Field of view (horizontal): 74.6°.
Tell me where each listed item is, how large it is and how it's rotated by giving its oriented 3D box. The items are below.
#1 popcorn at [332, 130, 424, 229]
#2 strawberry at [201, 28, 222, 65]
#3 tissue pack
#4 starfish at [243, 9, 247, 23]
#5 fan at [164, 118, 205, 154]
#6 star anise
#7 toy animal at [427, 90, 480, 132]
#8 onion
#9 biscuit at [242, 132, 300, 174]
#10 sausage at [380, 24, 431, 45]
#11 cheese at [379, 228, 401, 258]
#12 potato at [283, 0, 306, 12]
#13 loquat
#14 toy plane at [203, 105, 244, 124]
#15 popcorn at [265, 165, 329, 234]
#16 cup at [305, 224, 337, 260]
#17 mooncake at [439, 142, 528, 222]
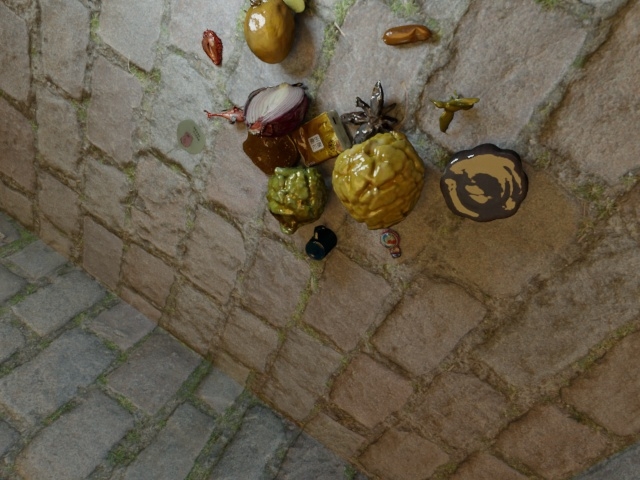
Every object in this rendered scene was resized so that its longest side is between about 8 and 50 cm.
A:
[{"bbox_3d":[0.233,-0.221,1.617,0.343,0.390,0.355,-18,96,19],"label":"popcorn"},{"bbox_3d":[-0.479,-0.847,1.841,0.103,0.048,0.152,-5,110,33],"label":"strawberry"},{"bbox_3d":[0.001,-0.427,1.783,0.226,0.092,0.184,-15,105,41],"label":"tissue pack"},{"bbox_3d":[-0.279,-0.907,1.719,0.091,0.028,0.078,44,121,2],"label":"starfish"},{"bbox_3d":[-0.715,-0.504,2.169,0.310,0.010,0.182,-21,106,33],"label":"fan"},{"bbox_3d":[0.193,-0.477,1.664,0.257,0.111,0.198,-29,111,38],"label":"star anise"},{"bbox_3d":[0.468,-0.494,1.527,0.155,0.095,0.219,36,157,5],"label":"toy animal"},{"bbox_3d":[-0.196,-0.491,1.734,0.266,0.349,0.159,10,145,25],"label":"onion"},{"bbox_3d":[-0.223,-0.426,1.938,0.273,0.049,0.257,40,129,4],"label":"biscuit"},{"bbox_3d":[0.305,-0.735,1.500,0.183,0.054,0.062,1,148,24],"label":"sausage"},{"bbox_3d":[0.321,0.015,1.908,0.095,0.038,0.145,-18,106,33],"label":"cheese"},{"bbox_3d":[-0.089,-0.919,1.594,0.103,0.066,0.096,44,151,-12],"label":"potato"},{"bbox_3d":[-0.189,-0.804,1.611,0.192,0.238,0.239,4,118,17],"label":"loquat"},{"bbox_3d":[-0.421,-0.568,1.899,0.126,0.194,0.077,1,96,53],"label":"toy plane"},{"bbox_3d":[-0.106,-0.197,1.870,0.278,0.335,0.275,-22,82,-3],"label":"popcorn"},{"bbox_3d":[-0.007,0.005,2.007,0.113,0.138,0.150,-24,103,34],"label":"cup"},{"bbox_3d":[0.607,-0.219,1.565,0.305,0.154,0.307,12,121,20],"label":"mooncake"}]
